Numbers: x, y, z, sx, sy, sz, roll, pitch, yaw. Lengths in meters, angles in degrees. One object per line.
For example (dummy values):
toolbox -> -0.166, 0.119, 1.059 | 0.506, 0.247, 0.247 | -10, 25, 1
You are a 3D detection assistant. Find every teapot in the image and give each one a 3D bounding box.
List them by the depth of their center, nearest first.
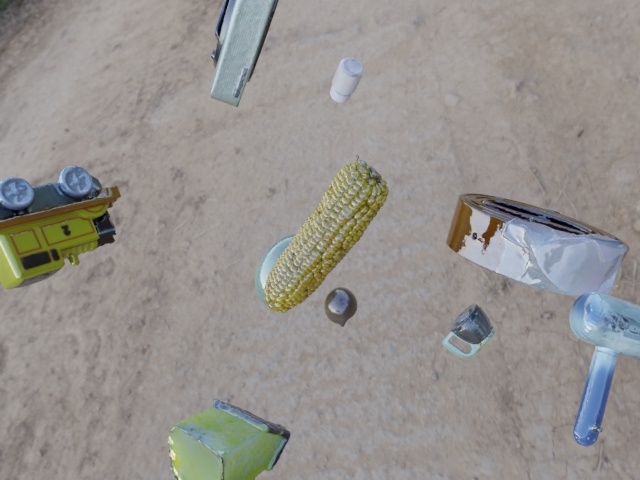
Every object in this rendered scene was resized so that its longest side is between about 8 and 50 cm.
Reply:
teapot -> 0.373, 0.227, 1.266 | 0.091, 0.092, 0.124 | 43, 118, 6

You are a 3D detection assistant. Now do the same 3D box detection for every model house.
model house -> -0.194, 0.454, 1.117 | 0.194, 0.170, 0.211 | 8, 17, 39

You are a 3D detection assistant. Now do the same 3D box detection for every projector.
projector -> -0.114, -0.379, 0.826 | 0.259, 0.079, 0.257 | -94, 26, -57

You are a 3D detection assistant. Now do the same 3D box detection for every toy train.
toy train -> -0.352, -0.019, 0.663 | 0.089, 0.127, 0.219 | -20, 3, 40

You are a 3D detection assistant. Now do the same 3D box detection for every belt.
belt -> 0.425, 0.001, 1.028 | 0.338, 0.122, 0.217 | 26, 25, 36

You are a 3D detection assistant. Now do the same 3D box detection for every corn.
corn -> 0.004, 0.001, 0.892 | 0.313, 0.102, 0.102 | -52, 43, 18

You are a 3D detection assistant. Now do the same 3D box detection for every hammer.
hammer -> 0.366, 0.170, 0.656 | 0.116, 0.069, 0.194 | 20, 82, -4

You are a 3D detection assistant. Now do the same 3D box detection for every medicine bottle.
medicine bottle -> 0.052, -0.327, 1.045 | 0.052, 0.089, 0.052 | 6, 65, -13

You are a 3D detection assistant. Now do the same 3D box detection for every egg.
egg -> -0.095, 0.090, 1.466 | 0.236, 0.169, 0.169 | -60, 41, 22

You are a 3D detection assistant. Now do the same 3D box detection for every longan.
longan -> 0.057, 0.189, 1.450 | 0.113, 0.092, 0.113 | -15, 72, 56
